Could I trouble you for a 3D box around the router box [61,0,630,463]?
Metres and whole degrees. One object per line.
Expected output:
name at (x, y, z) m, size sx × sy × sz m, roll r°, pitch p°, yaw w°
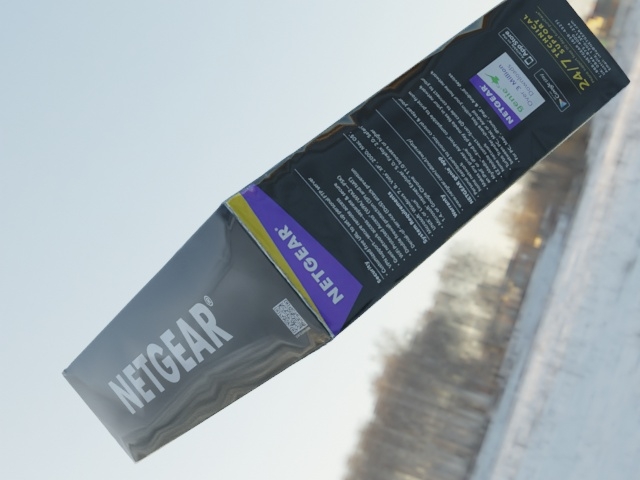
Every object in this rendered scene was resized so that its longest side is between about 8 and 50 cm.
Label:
router box at (0.000, 0.000, 0.707) m, size 0.243 × 0.081 × 0.309 m, roll -38°, pitch 0°, yaw -31°
